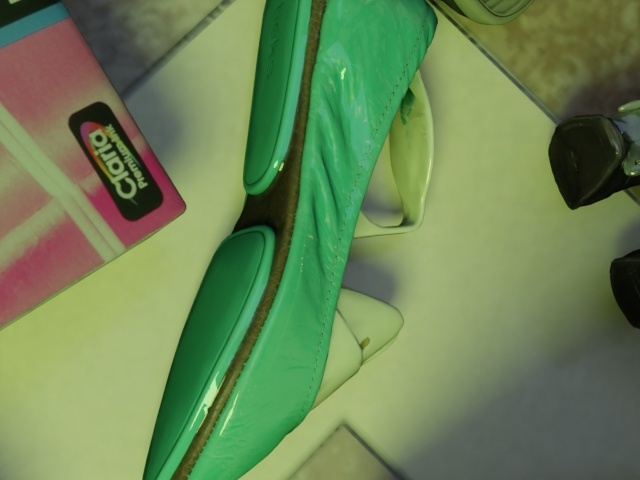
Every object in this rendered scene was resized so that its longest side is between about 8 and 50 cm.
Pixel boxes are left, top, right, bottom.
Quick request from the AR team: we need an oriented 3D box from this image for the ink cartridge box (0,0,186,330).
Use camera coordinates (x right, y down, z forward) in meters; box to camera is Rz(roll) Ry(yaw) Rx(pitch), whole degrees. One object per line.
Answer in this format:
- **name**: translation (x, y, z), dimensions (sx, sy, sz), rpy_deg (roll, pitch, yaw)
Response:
- **ink cartridge box**: translation (-0.225, 0.004, 0.391), dimensions (0.371, 0.069, 0.175), rpy_deg (-35, 97, -36)

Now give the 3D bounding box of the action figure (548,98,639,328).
- **action figure**: translation (0.250, -0.047, 0.564), dimensions (0.285, 0.099, 0.185), rpy_deg (-20, 78, -14)

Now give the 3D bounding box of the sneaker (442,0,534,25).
- **sneaker**: translation (0.020, -0.197, 0.576), dimensions (0.083, 0.118, 0.222), rpy_deg (-39, 116, -23)

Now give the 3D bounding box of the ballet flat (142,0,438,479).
- **ballet flat**: translation (0.000, 0.000, 0.531), dimensions (0.087, 0.083, 0.247), rpy_deg (18, 79, -19)
